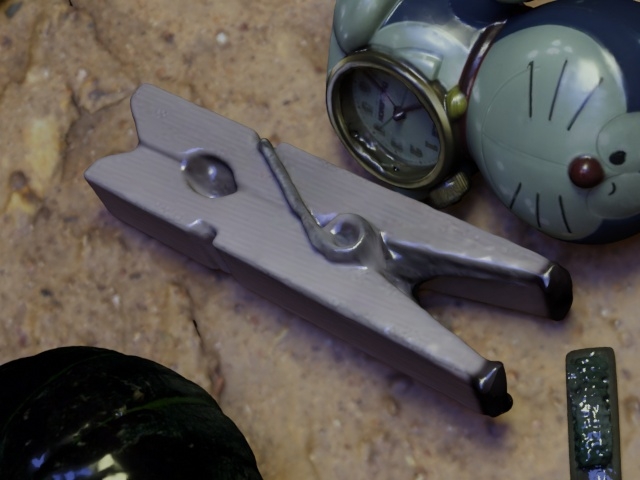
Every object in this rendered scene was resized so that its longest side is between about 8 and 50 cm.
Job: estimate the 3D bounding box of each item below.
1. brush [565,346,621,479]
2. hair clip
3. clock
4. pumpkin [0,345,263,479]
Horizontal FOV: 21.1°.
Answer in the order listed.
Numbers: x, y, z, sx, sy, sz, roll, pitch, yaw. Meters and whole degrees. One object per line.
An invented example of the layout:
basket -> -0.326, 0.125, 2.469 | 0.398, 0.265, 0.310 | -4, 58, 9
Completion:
brush -> 0.168, 0.156, 1.046 | 0.034, 0.027, 0.190 | -5, 71, 15
hair clip -> -0.002, -0.002, 1.114 | 0.331, 0.085, 0.101 | 27, 78, 23
clock -> 0.125, -0.096, 1.075 | 0.243, 0.199, 0.146 | 26, 44, 25
pumpkin -> -0.156, 0.184, 1.026 | 0.250, 0.216, 0.250 | -5, 82, 36
